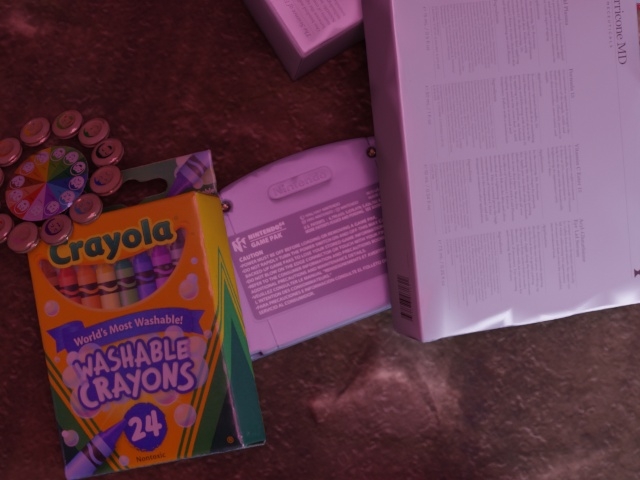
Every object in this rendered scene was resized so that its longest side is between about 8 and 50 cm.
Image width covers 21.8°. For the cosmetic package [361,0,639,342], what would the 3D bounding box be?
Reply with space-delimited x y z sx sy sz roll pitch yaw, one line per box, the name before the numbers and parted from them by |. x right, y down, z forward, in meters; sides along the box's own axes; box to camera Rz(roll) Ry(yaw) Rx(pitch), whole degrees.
cosmetic package | 0.204 -0.101 1.773 0.284 0.097 0.377 -8 98 -17

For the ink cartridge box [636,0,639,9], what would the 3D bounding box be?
ink cartridge box | 0.380 -0.323 1.863 0.056 0.135 0.099 0 84 -5

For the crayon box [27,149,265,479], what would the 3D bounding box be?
crayon box | -0.192 0.077 1.764 0.203 0.083 0.323 -13 83 15

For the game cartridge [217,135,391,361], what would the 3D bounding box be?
game cartridge | 0.000 0.000 1.836 0.297 0.062 0.198 -20 81 -7

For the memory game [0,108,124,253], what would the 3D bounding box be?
memory game | -0.296 -0.066 1.785 0.186 0.012 0.186 -11 54 15

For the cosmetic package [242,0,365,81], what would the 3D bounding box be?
cosmetic package | 0.007 -0.335 1.832 0.224 0.138 0.224 -32 87 -9
